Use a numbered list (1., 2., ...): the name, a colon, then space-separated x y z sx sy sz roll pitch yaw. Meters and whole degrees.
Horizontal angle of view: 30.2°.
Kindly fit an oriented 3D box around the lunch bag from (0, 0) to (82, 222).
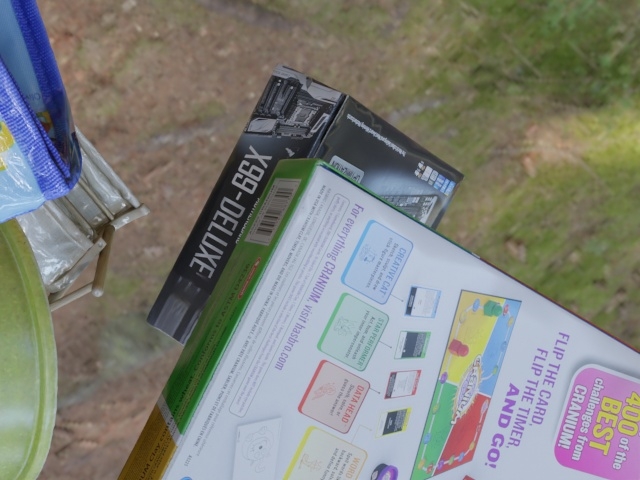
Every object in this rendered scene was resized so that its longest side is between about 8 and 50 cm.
1. lunch bag: -0.247 -0.098 0.534 0.221 0.293 0.138 -21 -172 13

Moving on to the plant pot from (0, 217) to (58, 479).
1. plant pot: -0.389 0.099 0.945 0.254 0.276 0.276 -7 143 -40

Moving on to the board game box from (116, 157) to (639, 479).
1. board game box: 0.060 0.127 0.757 0.242 0.317 0.064 -63 -157 -8

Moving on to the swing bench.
1. swing bench: -0.440 -0.049 1.902 0.165 0.253 0.254 -25 -154 26

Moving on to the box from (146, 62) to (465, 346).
1. box: 0.000 0.000 1.082 0.242 0.076 0.307 -62 154 2
